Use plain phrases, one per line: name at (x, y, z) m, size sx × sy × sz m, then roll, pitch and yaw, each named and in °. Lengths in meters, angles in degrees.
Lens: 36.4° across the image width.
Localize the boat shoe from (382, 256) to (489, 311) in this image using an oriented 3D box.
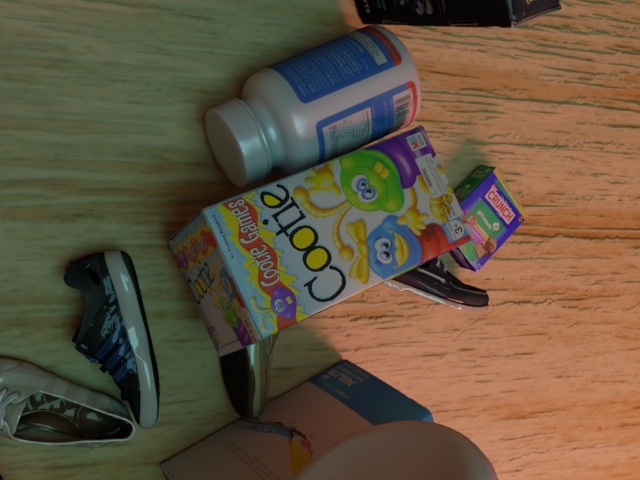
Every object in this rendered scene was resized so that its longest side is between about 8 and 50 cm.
boat shoe at (0.134, 0.039, 1.221) m, size 0.206 × 0.075 × 0.065 m, roll 17°, pitch 93°, yaw -25°

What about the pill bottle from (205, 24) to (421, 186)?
pill bottle at (-0.010, -0.145, 1.073) m, size 0.221 × 0.124 × 0.124 m, roll -26°, pitch 112°, yaw -21°

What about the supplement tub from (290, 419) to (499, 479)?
supplement tub at (0.110, 0.366, 0.958) m, size 0.235 × 0.235 × 0.325 m, roll -36°, pitch 116°, yaw -17°

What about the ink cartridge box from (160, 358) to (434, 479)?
ink cartridge box at (-0.007, 0.308, 1.133) m, size 0.270 × 0.197 × 0.198 m, roll -26°, pitch 113°, yaw -21°

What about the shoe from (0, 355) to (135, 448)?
shoe at (-0.296, 0.174, 1.027) m, size 0.219 × 0.058 × 0.077 m, roll 19°, pitch 92°, yaw -30°

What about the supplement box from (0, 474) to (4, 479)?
supplement box at (-0.412, 0.281, 0.976) m, size 0.188 × 0.081 × 0.104 m, roll -31°, pitch 114°, yaw -19°

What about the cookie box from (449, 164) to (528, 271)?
cookie box at (0.204, -0.029, 1.262) m, size 0.107 × 0.040 × 0.092 m, roll -46°, pitch 117°, yaw -13°

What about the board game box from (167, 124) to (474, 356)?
board game box at (0.000, 0.000, 1.057) m, size 0.275 × 0.144 × 0.142 m, roll -23°, pitch 87°, yaw -27°

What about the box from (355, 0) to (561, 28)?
box at (0.099, -0.366, 0.984) m, size 0.073 × 0.293 × 0.296 m, roll -26°, pitch 112°, yaw -22°

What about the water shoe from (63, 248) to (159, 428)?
water shoe at (-0.225, 0.110, 1.056) m, size 0.080 × 0.073 × 0.203 m, roll -11°, pitch 101°, yaw -6°

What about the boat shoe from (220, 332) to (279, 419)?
boat shoe at (-0.074, 0.112, 1.133) m, size 0.072 × 0.068 × 0.190 m, roll -13°, pitch 107°, yaw -37°
